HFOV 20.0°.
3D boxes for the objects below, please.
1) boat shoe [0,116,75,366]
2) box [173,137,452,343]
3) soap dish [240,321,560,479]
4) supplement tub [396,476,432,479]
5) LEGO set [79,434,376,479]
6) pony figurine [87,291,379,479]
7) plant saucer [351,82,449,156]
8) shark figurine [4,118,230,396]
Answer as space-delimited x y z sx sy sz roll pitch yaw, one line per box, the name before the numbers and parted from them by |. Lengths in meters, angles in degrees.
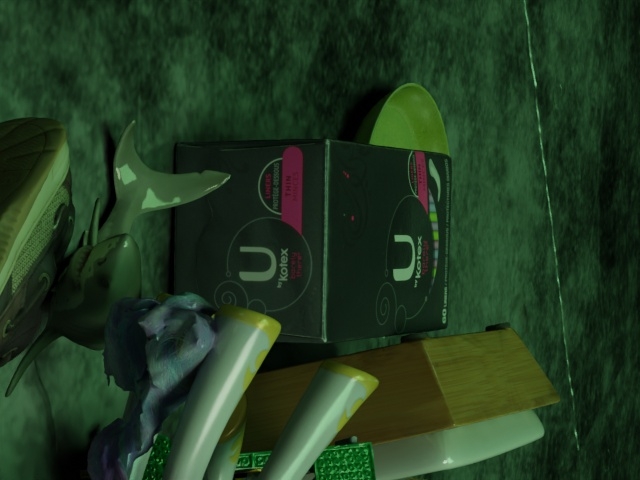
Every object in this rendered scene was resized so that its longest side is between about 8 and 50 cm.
boat shoe | -0.220 0.040 1.131 0.285 0.103 0.092 -70 146 -44
box | 0.000 0.000 1.547 0.270 0.143 0.165 -1 92 -65
soap dish | 0.063 0.152 1.637 0.291 0.229 0.118 2 76 -65
supplement tub | 0.138 0.346 1.679 0.241 0.331 0.241 4 90 -66
LEGO set | -0.069 0.291 1.399 0.192 0.255 0.331 147 -71 -68
pony figurine | -0.113 0.216 1.123 0.363 0.303 0.351 -70 156 -8
plant saucer | 0.073 -0.039 1.833 0.241 0.037 0.241 5 90 -65
shark figurine | -0.132 0.035 1.286 0.166 0.116 0.278 -61 -173 17
